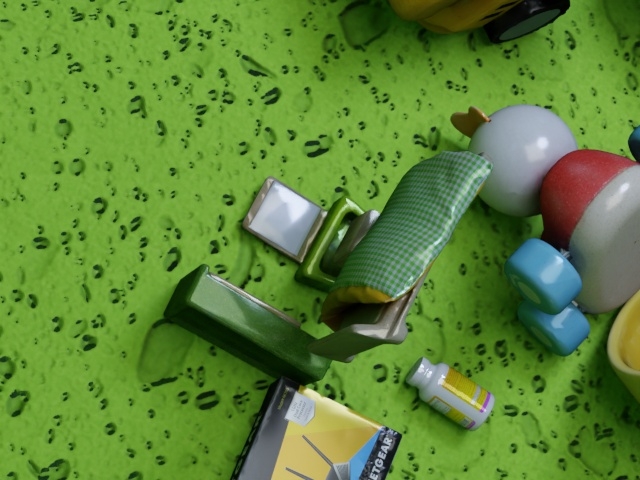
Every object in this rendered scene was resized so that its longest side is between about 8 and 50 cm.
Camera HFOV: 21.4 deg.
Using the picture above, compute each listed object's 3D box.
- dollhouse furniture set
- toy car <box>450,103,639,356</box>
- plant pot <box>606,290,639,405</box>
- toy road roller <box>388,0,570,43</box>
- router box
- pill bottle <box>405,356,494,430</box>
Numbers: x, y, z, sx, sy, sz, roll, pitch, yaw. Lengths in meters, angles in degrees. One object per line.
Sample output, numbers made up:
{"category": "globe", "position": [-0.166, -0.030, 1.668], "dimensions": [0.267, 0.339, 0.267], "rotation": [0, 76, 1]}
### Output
{"category": "dollhouse furniture set", "position": [0.000, 0.000, 1.516], "dimensions": [0.151, 0.301, 0.197], "rotation": [32, 71, -10]}
{"category": "toy car", "position": [0.227, -0.052, 1.695], "dimensions": [0.219, 0.210, 0.238], "rotation": [-45, 63, -9]}
{"category": "plant pot", "position": [0.450, 0.135, 1.669], "dimensions": [0.254, 0.254, 0.239], "rotation": [-44, 107, -22]}
{"category": "toy road roller", "position": [0.187, -0.323, 1.654], "dimensions": [0.241, 0.329, 0.202], "rotation": [-18, 81, -43]}
{"category": "router box", "position": [-0.017, 0.237, 1.586], "dimensions": [0.133, 0.046, 0.179], "rotation": [26, 70, -9]}
{"category": "pill bottle", "position": [0.126, 0.148, 1.656], "dimensions": [0.083, 0.043, 0.043], "rotation": [34, 68, -7]}
